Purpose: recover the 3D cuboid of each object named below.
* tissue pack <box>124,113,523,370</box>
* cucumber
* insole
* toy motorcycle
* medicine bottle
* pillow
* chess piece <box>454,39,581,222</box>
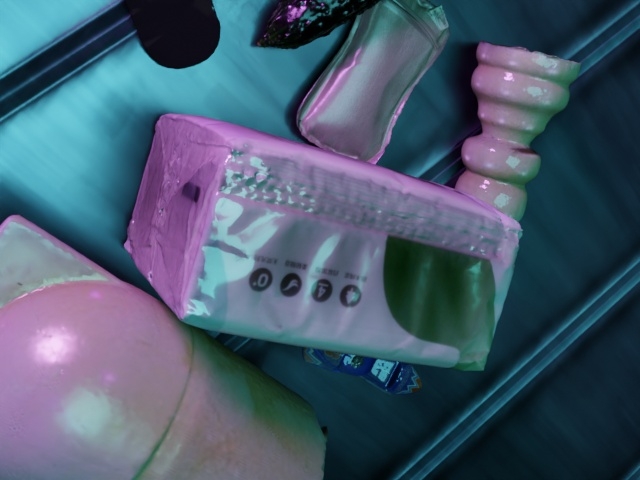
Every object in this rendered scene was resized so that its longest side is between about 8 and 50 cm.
[{"bbox_3d":[-0.001,0.001,0.798,0.356,0.266,0.194,13,98,-28],"label":"tissue pack"},{"bbox_3d":[0.055,-0.303,0.842,0.300,0.072,0.072,-38,117,-6],"label":"cucumber"},{"bbox_3d":[-0.177,-0.331,0.716,0.119,0.009,0.348,-20,126,-7],"label":"insole"},{"bbox_3d":[0.031,0.138,0.938,0.205,0.114,0.076,29,89,-29],"label":"toy motorcycle"},{"bbox_3d":[-0.210,0.173,0.756,0.406,0.235,0.236,40,84,-30],"label":"medicine bottle"},{"bbox_3d":[0.068,-0.206,0.904,0.130,0.038,0.233,30,88,-28],"label":"pillow"},{"bbox_3d":[0.243,-0.130,0.977,0.133,0.133,0.243,3,109,-27],"label":"chess piece"}]
